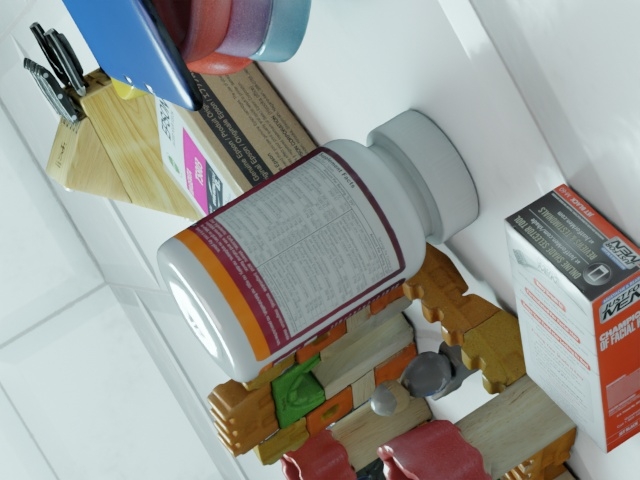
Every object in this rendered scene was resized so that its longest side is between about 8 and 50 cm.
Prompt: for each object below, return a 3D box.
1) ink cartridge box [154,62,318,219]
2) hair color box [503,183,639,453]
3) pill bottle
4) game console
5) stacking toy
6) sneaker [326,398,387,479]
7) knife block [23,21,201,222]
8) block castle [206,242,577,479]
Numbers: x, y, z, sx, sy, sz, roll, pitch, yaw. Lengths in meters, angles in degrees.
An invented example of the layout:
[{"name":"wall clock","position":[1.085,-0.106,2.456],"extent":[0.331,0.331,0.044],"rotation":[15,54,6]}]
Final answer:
[{"name":"ink cartridge box","position":[-0.076,-0.070,1.565],"extent":[0.193,0.088,0.235],"rotation":[52,165,18]},{"name":"hair color box","position":[0.175,0.054,1.055],"extent":[0.093,0.053,0.167],"rotation":[48,164,39]},{"name":"pill bottle","position":[0.000,0.000,1.184],"extent":[0.121,0.221,0.121],"rotation":[52,164,21]},{"name":"game console","position":[-0.137,-0.257,1.183],"extent":[0.173,0.250,0.293],"rotation":[28,180,-24]},{"name":"stacking toy","position":[-0.083,-0.261,1.264],"extent":[0.309,0.130,0.279],"rotation":[-179,84,-70]},{"name":"sneaker","position":[0.048,0.213,1.785],"extent":[0.221,0.083,0.087],"rotation":[58,180,22]},{"name":"knife block","position":[-0.225,-0.168,1.907],"extent":[0.275,0.242,0.088],"rotation":[15,-171,-28]},{"name":"block castle","position":[0.057,0.187,1.400],"extent":[0.303,0.213,0.453],"rotation":[51,164,28]}]
